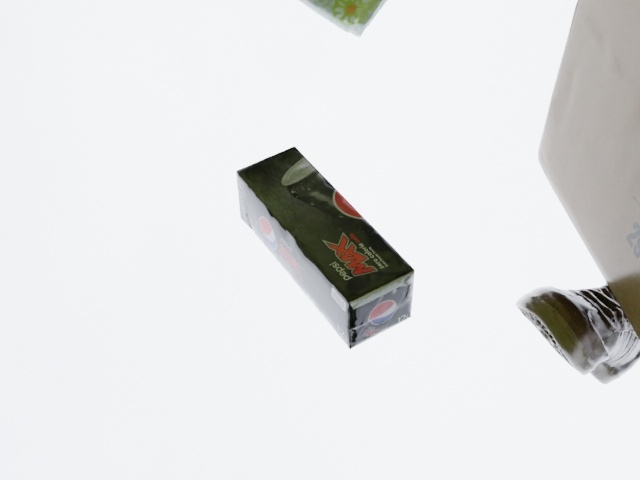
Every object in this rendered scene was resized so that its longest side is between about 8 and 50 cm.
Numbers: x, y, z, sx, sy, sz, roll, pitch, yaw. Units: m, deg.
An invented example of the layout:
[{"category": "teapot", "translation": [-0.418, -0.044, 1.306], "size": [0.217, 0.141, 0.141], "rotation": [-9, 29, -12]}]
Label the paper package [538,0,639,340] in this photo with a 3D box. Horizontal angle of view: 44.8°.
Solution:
[{"category": "paper package", "translation": [0.271, -0.060, 0.404], "size": [0.168, 0.310, 0.325], "rotation": [-8, -134, -9]}]

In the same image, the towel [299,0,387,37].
[{"category": "towel", "translation": [-0.016, -0.446, 0.866], "size": [0.374, 0.090, 0.320], "rotation": [32, -51, -12]}]

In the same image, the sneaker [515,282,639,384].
[{"category": "sneaker", "translation": [0.195, 0.052, 0.550], "size": [0.071, 0.188, 0.066], "rotation": [-46, -120, 10]}]

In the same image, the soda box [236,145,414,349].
[{"category": "soda box", "translation": [0.000, 0.000, 0.592], "size": [0.060, 0.053, 0.169], "rotation": [-25, -130, -20]}]
